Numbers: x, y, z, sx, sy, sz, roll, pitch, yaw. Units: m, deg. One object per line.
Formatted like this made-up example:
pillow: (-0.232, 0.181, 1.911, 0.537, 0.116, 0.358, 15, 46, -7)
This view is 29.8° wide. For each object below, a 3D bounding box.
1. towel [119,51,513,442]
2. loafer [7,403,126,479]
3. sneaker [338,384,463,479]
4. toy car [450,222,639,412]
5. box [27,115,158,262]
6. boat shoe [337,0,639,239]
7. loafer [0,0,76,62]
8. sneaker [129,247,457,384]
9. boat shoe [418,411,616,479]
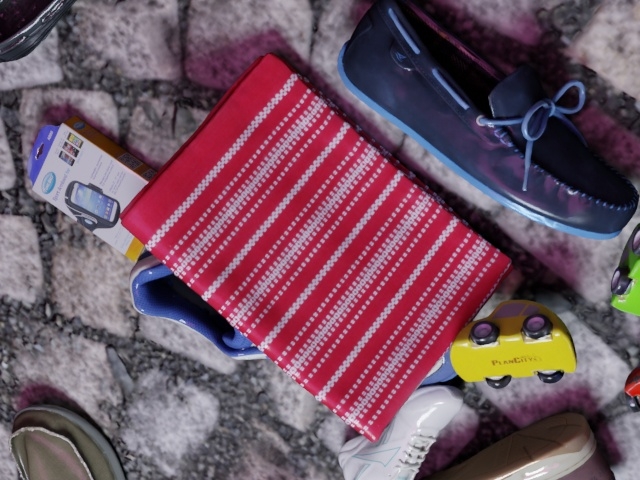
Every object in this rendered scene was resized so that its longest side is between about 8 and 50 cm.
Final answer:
towel: (0.000, 0.000, 0.968, 0.275, 0.199, 0.031, 41, 164, 0)
loafer: (-0.241, 0.281, 1.212, 0.094, 0.087, 0.251, -22, 102, 27)
sneaker: (0.076, 0.183, 1.061, 0.053, 0.061, 0.152, 21, 128, -31)
toy car: (0.238, 0.053, 0.916, 0.239, 0.053, 0.225, 16, 134, -3)
box: (-0.202, -0.051, 1.097, 0.136, 0.028, 0.081, 36, 119, 6)
boat shoe: (0.131, -0.095, 0.907, 0.258, 0.109, 0.089, 31, 122, 4)
loafer: (-0.226, -0.230, 1.002, 0.076, 0.078, 0.223, 45, 119, -2)
sneaker: (-0.023, 0.072, 1.021, 0.296, 0.131, 0.112, 16, 114, 12)
boat shoe: (0.128, 0.249, 1.055, 0.285, 0.103, 0.092, -32, 93, 22)
